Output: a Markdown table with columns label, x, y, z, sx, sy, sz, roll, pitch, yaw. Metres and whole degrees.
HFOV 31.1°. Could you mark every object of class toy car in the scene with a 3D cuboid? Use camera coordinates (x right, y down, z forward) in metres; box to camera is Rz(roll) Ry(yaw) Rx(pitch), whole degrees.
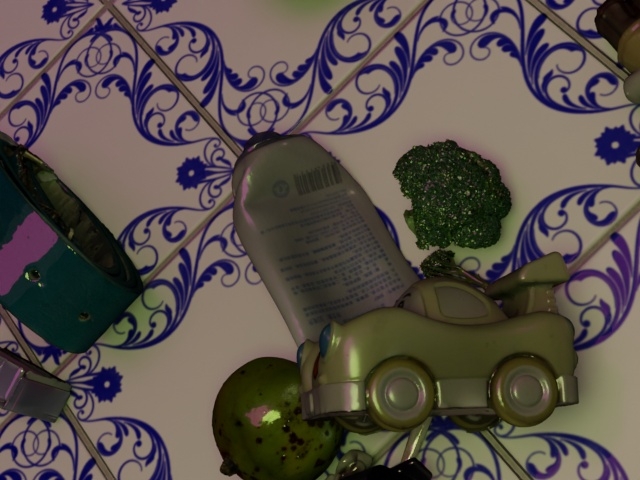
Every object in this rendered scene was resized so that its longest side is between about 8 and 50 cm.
| label | x | y | z | sx | sy | sz | roll | pitch | yaw |
| --- | --- | --- | --- | --- | --- | --- | --- | --- | --- |
| toy car | 0.147 | 0.135 | 1.489 | 0.335 | 0.242 | 0.226 | 1 | 79 | -10 |

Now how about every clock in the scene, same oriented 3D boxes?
| label | x | y | z | sx | sy | sz | roll | pitch | yaw |
| --- | --- | --- | --- | --- | --- | --- | --- | --- | --- |
| clock | -0.523 | 0.222 | 1.891 | 0.193 | 0.144 | 0.073 | 23 | 83 | 30 |

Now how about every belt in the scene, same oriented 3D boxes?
| label | x | y | z | sx | sy | sz | roll | pitch | yaw |
| --- | --- | --- | --- | --- | --- | --- | --- | --- | --- |
| belt | -0.466 | -0.009 | 1.855 | 0.173 | 0.300 | 0.436 | -42 | 58 | 5 |

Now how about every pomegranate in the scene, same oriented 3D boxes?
| label | x | y | z | sx | sy | sz | roll | pitch | yaw |
| --- | --- | --- | --- | --- | --- | --- | --- | --- | --- |
| pomegranate | -0.057 | 0.237 | 1.648 | 0.198 | 0.198 | 0.246 | -1 | 63 | 25 |

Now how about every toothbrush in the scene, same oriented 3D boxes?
| label | x | y | z | sx | sy | sz | roll | pitch | yaw |
| --- | --- | --- | --- | --- | --- | --- | --- | --- | --- |
| toothbrush | 0.121 | 0.324 | 1.626 | 0.025 | 0.029 | 0.307 | 9 | 73 | 52 |

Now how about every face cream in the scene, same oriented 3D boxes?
| label | x | y | z | sx | sy | sz | roll | pitch | yaw |
| --- | --- | --- | --- | --- | --- | --- | --- | --- | --- |
| face cream | 0.000 | 0.000 | 1.720 | 0.234 | 0.137 | 0.420 | -19 | 59 | -22 |

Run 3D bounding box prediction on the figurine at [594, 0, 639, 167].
| label | x | y | z | sx | sy | sz | roll | pitch | yaw |
| --- | --- | --- | --- | --- | --- | --- | --- | --- | --- |
| figurine | 0.508 | -0.195 | 1.563 | 0.218 | 0.206 | 0.365 | -20 | 38 | -6 |

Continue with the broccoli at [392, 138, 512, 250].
| label | x | y | z | sx | sy | sz | roll | pitch | yaw |
| --- | --- | --- | --- | --- | --- | --- | --- | --- | --- |
| broccoli | 0.186 | -0.064 | 1.651 | 0.156 | 0.195 | 0.196 | -32 | 54 | 56 |

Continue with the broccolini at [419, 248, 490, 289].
| label | x | y | z | sx | sy | sz | roll | pitch | yaw |
| --- | --- | --- | --- | --- | --- | --- | --- | --- | --- |
| broccolini | 0.223 | 0.064 | 1.651 | 0.194 | 0.052 | 0.054 | 30 | 91 | 29 |

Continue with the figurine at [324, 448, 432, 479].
| label | x | y | z | sx | sy | sz | roll | pitch | yaw |
| --- | --- | --- | --- | --- | --- | --- | --- | --- | --- |
| figurine | 0.035 | 0.403 | 1.532 | 0.308 | 0.143 | 0.309 | -25 | 53 | 37 |
